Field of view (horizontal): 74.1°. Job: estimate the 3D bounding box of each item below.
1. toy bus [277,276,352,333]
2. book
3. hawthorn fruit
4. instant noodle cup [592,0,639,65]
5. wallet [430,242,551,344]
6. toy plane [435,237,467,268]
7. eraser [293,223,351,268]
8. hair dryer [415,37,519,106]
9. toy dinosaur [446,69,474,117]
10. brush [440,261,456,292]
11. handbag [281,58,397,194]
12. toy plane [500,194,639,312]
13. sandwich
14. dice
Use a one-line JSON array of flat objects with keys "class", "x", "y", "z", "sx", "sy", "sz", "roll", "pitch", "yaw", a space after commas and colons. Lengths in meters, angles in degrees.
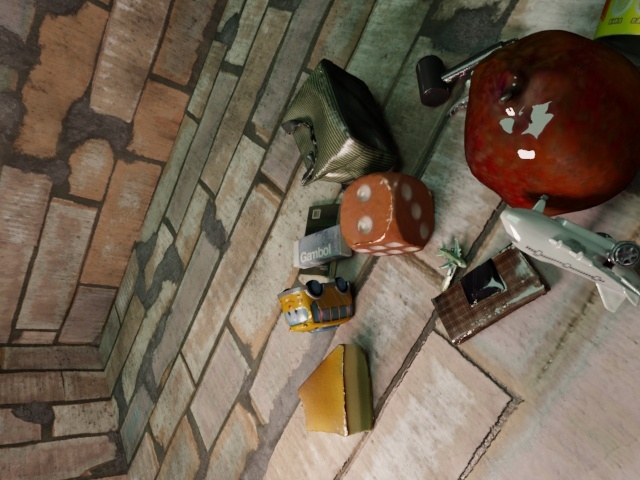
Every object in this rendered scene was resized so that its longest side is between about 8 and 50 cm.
[{"class": "toy bus", "x": -0.008, "y": 0.180, "z": 1.158, "sx": 0.126, "sy": 0.210, "sz": 0.136, "roll": -24, "pitch": 73, "yaw": 41}, {"class": "book", "x": 0.000, "y": 0.000, "z": 1.331, "sx": 0.160, "sy": 0.024, "sz": 0.227, "roll": 1, "pitch": 80, "yaw": 49}, {"class": "hawthorn fruit", "x": 0.385, "y": -0.201, "z": 0.737, "sx": 0.308, "sy": 0.325, "sz": 0.308, "roll": -54, "pitch": 19, "yaw": 28}, {"class": "instant noodle cup", "x": 0.563, "y": -0.376, "z": 0.609, "sx": 0.311, "sy": 0.312, "sz": 0.221, "roll": 39, "pitch": 118, "yaw": 47}, {"class": "wallet", "x": 0.347, "y": 0.115, "z": 0.893, "sx": 0.230, "sy": 0.042, "sz": 0.124, "roll": -46, "pitch": 52, "yaw": 33}, {"class": "toy plane", "x": 0.303, "y": 0.038, "z": 0.971, "sx": 0.083, "sy": 0.033, "sz": 0.080, "roll": 40, "pitch": 109, "yaw": 39}, {"class": "eraser", "x": 0.001, "y": 0.022, "z": 1.267, "sx": 0.213, "sy": 0.046, "sz": 0.091, "roll": -19, "pitch": 66, "yaw": 44}, {"class": "hair dryer", "x": 0.348, "y": -0.434, "z": 1.029, "sx": 0.248, "sy": 0.071, "sz": 0.114, "roll": -21, "pitch": 64, "yaw": 40}, {"class": "toy dinosaur", "x": 0.369, "y": -0.353, "z": 0.990, "sx": 0.209, "sy": 0.039, "sz": 0.082, "roll": -41, "pitch": 72, "yaw": 45}, {"class": "brush", "x": 0.289, "y": 0.087, "z": 0.966, "sx": 0.016, "sy": 0.013, "sz": 0.083, "roll": 32, "pitch": 128, "yaw": 32}, {"class": "handbag", "x": 0.045, "y": -0.297, "z": 1.192, "sx": 0.240, "sy": 0.248, "sz": 0.340, "roll": -39, "pitch": 59, "yaw": 37}, {"class": "toy plane", "x": 0.411, "y": 0.013, "z": 0.684, "sx": 0.255, "sy": 0.251, "sz": 0.101, "roll": 35, "pitch": 104, "yaw": 3}, {"class": "sandwich", "x": 0.034, "y": 0.386, "z": 1.121, "sx": 0.186, "sy": 0.108, "sz": 0.219, "roll": -16, "pitch": 70, "yaw": 45}, {"class": "dice", "x": 0.162, "y": -0.058, "z": 1.050, "sx": 0.175, "sy": 0.174, "sz": 0.179, "roll": -5, "pitch": 75, "yaw": 47}]
